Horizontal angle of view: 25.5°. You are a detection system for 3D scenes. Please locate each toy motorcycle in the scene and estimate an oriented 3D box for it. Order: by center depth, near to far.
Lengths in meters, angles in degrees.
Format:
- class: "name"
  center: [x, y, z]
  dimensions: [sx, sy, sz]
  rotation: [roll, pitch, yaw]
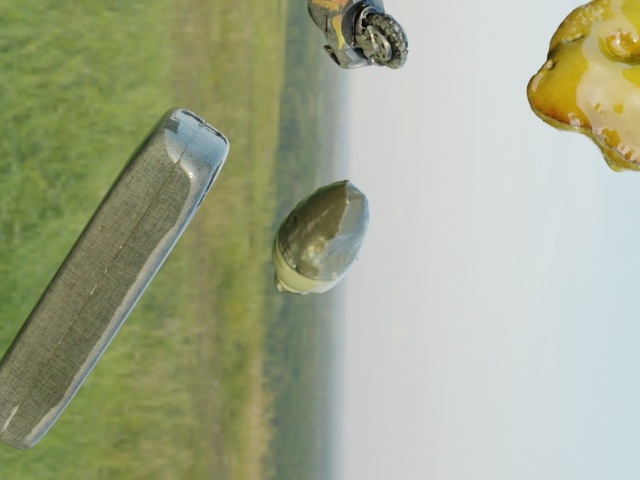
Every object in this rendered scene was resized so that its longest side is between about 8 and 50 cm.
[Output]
- class: "toy motorcycle"
  center: [0.021, -0.350, 1.987]
  dimensions: [0.307, 0.108, 0.173]
  rotation: [56, -20, 11]

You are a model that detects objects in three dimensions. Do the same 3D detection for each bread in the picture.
- class: "bread"
  center: [0.306, -0.166, 1.362]
  dimensions: [0.233, 0.161, 0.088]
  rotation: [-48, 157, -25]

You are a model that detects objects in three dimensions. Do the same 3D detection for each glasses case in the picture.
- class: "glasses case"
  center: [-0.189, 0.032, 1.224]
  dimensions: [0.323, 0.074, 0.131]
  rotation: [-55, -171, 17]

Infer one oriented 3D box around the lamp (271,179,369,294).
- class: "lamp"
  center: [0.000, 0.000, 1.623]
  dimensions: [0.250, 0.101, 0.101]
  rotation: [126, -29, -57]
